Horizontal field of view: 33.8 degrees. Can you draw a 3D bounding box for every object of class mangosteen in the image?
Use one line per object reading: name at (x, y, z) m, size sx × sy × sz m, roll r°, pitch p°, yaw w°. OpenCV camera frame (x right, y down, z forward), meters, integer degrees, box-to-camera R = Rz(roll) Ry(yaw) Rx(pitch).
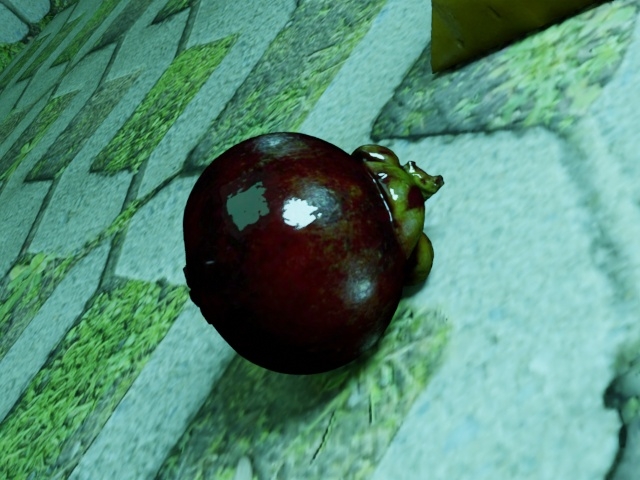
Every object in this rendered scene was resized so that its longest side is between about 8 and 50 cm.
mangosteen at (0.000, 0.000, 0.519) m, size 0.140 × 0.140 × 0.140 m, roll -38°, pitch 25°, yaw 21°

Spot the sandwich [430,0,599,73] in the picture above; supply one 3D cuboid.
sandwich at (0.165, -0.174, 0.634) m, size 0.187 × 0.144 × 0.117 m, roll 13°, pitch 56°, yaw 23°
